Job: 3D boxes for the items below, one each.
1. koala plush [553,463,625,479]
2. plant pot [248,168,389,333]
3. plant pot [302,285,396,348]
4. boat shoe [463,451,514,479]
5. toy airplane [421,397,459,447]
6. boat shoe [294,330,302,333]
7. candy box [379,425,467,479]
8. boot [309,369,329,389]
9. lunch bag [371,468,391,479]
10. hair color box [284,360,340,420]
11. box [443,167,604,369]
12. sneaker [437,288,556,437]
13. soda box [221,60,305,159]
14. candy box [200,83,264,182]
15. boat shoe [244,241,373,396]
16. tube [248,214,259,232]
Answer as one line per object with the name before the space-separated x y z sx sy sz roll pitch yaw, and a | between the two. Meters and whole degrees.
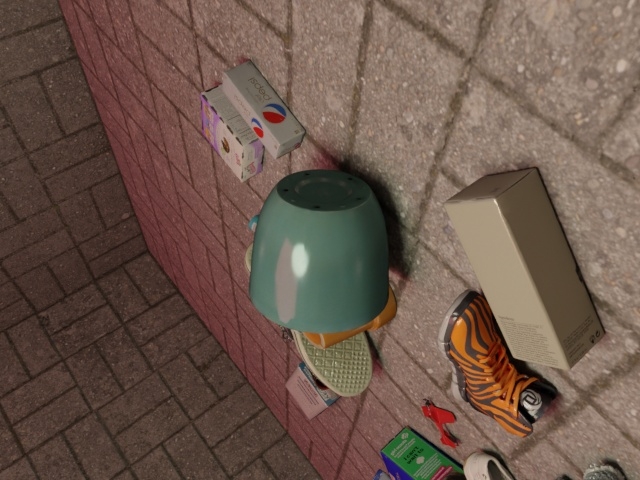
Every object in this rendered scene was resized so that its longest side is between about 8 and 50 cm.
koala plush | 0.457 0.493 0.954 0.203 0.196 0.221 20 138 38
plant pot | 0.000 0.000 1.106 0.293 0.293 0.235 35 135 42
plant pot | 0.041 0.152 1.315 0.205 0.188 0.205 44 154 29
boat shoe | 0.426 0.604 1.241 0.277 0.098 0.096 55 158 8
toy airplane | 0.299 0.461 1.400 0.151 0.028 0.151 46 156 28
boat shoe | -0.044 0.085 1.405 0.091 0.114 0.302 -8 94 30
candy box | 0.332 0.708 1.527 0.317 0.122 0.268 21 139 53
boot | -0.021 0.337 1.732 0.178 0.085 0.236 -114 2 -49
lunch bag | 0.300 0.992 1.826 0.328 0.239 0.385 32 162 44
hair color box | -0.020 0.528 2.013 0.174 0.105 0.347 51 157 13
box | 0.292 0.042 0.802 0.113 0.094 0.275 0 120 63
sneaker | 0.318 0.221 0.974 0.180 0.124 0.321 29 155 41
soda box | -0.129 -0.289 1.239 0.216 0.074 0.069 53 156 11
candy box | -0.231 -0.278 1.459 0.196 0.070 0.165 51 156 16
boat shoe | -0.032 0.205 1.542 0.500 0.187 0.156 52 167 7
tube | -0.124 0.001 1.635 0.207 0.052 0.080 39 157 22
